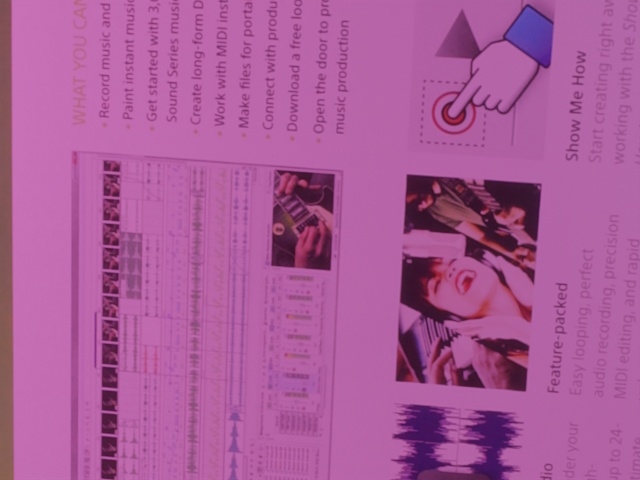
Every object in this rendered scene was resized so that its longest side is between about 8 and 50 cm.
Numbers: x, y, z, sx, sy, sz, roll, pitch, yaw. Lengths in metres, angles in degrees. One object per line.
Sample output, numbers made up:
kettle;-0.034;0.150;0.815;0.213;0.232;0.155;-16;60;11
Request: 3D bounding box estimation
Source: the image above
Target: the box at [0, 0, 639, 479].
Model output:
box;0.000;0.000;0.594;0.322;0.058;0.232;5;107;5
